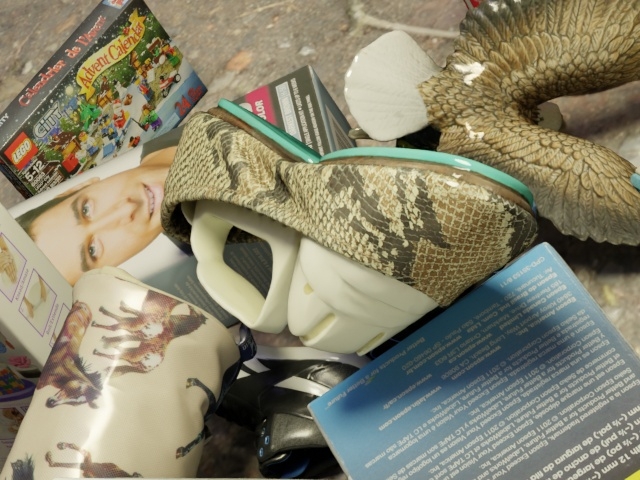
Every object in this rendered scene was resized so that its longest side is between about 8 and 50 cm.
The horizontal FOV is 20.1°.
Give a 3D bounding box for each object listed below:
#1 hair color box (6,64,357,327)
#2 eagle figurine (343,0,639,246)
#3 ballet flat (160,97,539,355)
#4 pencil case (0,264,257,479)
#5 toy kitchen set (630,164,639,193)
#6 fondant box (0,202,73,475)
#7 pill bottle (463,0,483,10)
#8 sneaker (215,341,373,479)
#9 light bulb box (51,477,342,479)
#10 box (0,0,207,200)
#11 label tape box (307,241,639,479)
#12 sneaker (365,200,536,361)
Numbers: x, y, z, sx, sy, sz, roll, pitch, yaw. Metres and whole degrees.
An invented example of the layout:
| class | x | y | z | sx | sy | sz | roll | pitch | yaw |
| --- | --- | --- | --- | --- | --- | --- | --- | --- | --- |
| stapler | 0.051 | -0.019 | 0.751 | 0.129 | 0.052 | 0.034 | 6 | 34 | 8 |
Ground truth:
| class | x | y | z | sx | sy | sz | roll | pitch | yaw |
| --- | --- | --- | --- | --- | --- | --- | --- | --- | --- |
| hair color box | -0.139 | -0.005 | 1.800 | 0.374 | 0.113 | 0.185 | -25 | 44 | 12 |
| eagle figurine | 0.191 | -0.117 | 1.643 | 0.298 | 0.226 | 0.225 | -1 | 32 | 37 |
| ballet flat | 0.000 | 0.000 | 1.497 | 0.483 | 0.164 | 0.182 | 20 | 82 | 58 |
| pencil case | -0.183 | 0.236 | 1.483 | 0.160 | 0.183 | 0.410 | -5 | 56 | 38 |
| toy kitchen set | 0.310 | 0.048 | 1.460 | 0.166 | 0.122 | 0.207 | -47 | 36 | -2 |
| fondant box | -0.317 | 0.107 | 1.654 | 0.238 | 0.330 | 0.096 | -6 | 51 | 27 |
| pill bottle | 0.193 | -0.349 | 1.678 | 0.229 | 0.408 | 0.229 | -17 | 47 | 19 |
| sneaker | -0.062 | 0.158 | 1.634 | 0.217 | 0.079 | 0.121 | -5 | 52 | 28 |
| light bulb box | 0.014 | 0.338 | 1.199 | 0.361 | 0.225 | 0.358 | -2 | 78 | 17 |
| box | -0.241 | -0.134 | 1.941 | 0.044 | 0.159 | 0.233 | 23 | 68 | 42 |
| label tape box | 0.175 | 0.199 | 1.431 | 0.249 | 0.115 | 0.348 | -34 | 48 | 1 |
| sneaker | 0.090 | 0.037 | 1.575 | 0.232 | 0.081 | 0.090 | -47 | -4 | 32 |
